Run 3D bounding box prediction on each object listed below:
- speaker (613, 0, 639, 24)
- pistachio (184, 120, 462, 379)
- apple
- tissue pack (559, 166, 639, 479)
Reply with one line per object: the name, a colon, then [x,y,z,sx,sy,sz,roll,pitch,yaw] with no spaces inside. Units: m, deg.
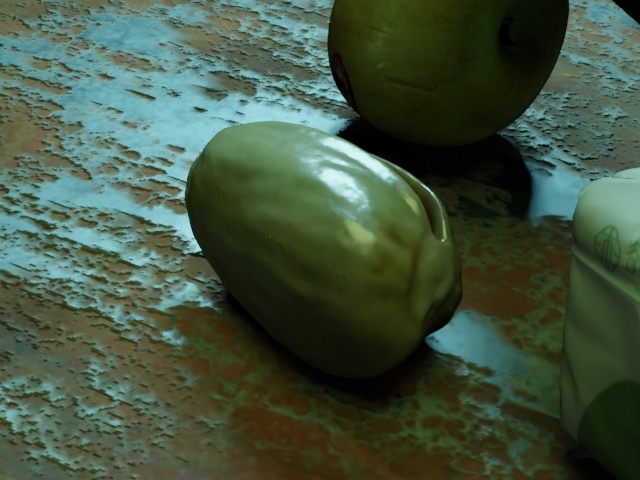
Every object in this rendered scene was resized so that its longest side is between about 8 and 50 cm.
speaker: [0.215,-0.218,0.921,0.388,0.184,0.180,40,34,-14]
pistachio: [0.000,0.000,0.827,0.206,0.131,0.129,35,1,40]
apple: [0.090,-0.159,0.992,0.182,0.182,0.155,-22,29,-32]
tissue pack: [0.312,0.079,0.626,0.266,0.193,0.356,-8,22,-20]
